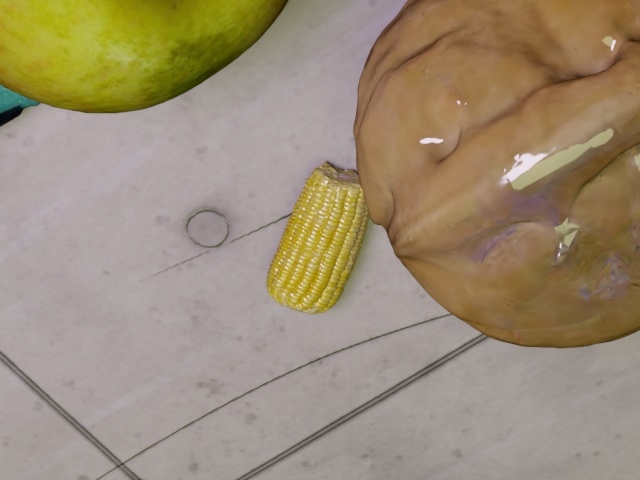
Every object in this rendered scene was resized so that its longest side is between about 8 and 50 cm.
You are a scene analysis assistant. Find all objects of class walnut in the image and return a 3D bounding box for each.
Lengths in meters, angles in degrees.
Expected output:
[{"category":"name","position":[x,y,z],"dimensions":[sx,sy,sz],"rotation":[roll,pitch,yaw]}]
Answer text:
[{"category":"walnut","position":[0.212,-0.097,1.005],"dimensions":[0.383,0.384,0.384],"rotation":[0,120,0]}]

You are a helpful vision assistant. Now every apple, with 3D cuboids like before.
[{"category":"apple","position":[-0.177,-0.264,0.892],"dimensions":[0.339,0.340,0.340],"rotation":[0,120,0]}]

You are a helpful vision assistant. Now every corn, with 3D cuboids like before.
[{"category":"corn","position":[0.000,0.000,1.205],"dimensions":[0.085,0.063,0.165],"rotation":[25,118,13]}]

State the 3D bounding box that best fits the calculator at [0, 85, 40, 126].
[{"category":"calculator","position":[-0.400,-0.201,1.084],"dimensions":[0.274,0.058,0.248],"rotation":[-24,118,13]}]
